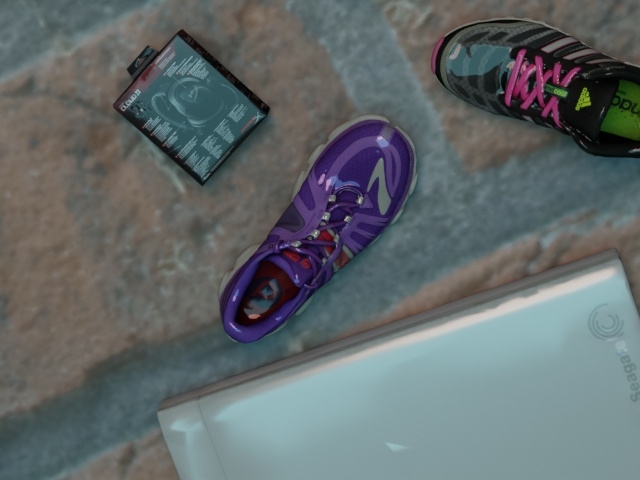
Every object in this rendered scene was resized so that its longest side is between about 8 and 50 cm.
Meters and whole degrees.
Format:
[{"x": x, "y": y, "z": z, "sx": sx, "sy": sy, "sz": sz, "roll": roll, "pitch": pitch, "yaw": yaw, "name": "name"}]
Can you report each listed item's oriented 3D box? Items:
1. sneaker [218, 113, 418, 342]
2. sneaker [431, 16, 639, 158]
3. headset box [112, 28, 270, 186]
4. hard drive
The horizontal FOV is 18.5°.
[{"x": 0.000, "y": 0.000, "z": 1.210, "sx": 0.068, "sy": 0.071, "sz": 0.170, "roll": 35, "pitch": 101, "yaw": -6, "name": "sneaker"}, {"x": 0.150, "y": -0.090, "z": 1.182, "sx": 0.170, "sy": 0.075, "sz": 0.063, "roll": 18, "pitch": 103, "yaw": -2, "name": "sneaker"}, {"x": -0.082, "y": -0.085, "z": 1.214, "sx": 0.083, "sy": 0.032, "sz": 0.062, "roll": 41, "pitch": 100, "yaw": -6, "name": "headset box"}, {"x": 0.075, "y": 0.149, "z": 1.258, "sx": 0.307, "sy": 0.040, "sz": 0.203, "roll": -19, "pitch": 101, "yaw": 7, "name": "hard drive"}]
